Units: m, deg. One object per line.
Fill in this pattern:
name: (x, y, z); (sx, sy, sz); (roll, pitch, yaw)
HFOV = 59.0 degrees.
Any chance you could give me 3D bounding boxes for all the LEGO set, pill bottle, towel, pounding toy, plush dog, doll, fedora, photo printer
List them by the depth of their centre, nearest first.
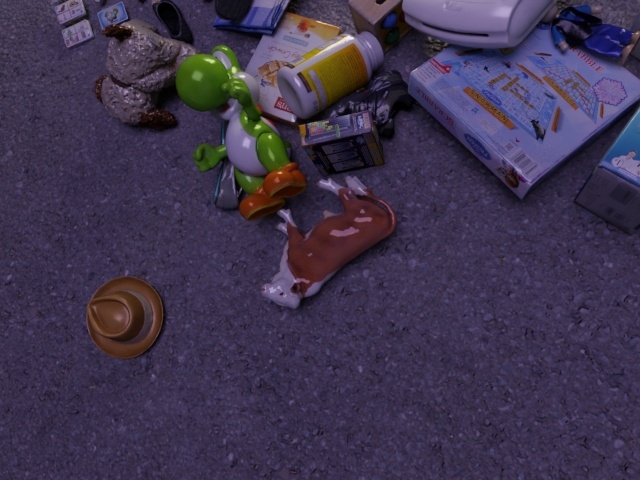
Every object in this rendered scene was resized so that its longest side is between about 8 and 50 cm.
doll: (0.501, -0.402, 1.071); (0.189, 0.046, 0.129); (32, 73, 20)
photo printer: (0.328, -0.494, 1.087); (0.256, 0.107, 0.307); (29, 70, 36)
pounding toy: (0.155, -0.511, 1.164); (0.181, 0.206, 0.094); (-42, 72, 2)
pill bottle: (0.024, -0.351, 1.181); (0.215, 0.117, 0.117); (-33, 71, -14)
fedora: (-0.442, 0.164, 1.232); (0.194, 0.079, 0.194); (-3, 77, 14)
plush dog: (-0.426, -0.374, 1.307); (0.262, 0.210, 0.225); (32, 115, 20)
towel: (-0.127, -0.617, 1.324); (0.209, 0.034, 0.285); (20, 83, 35)
LEGO set: (-0.570, -0.624, 1.472); (0.244, 0.060, 0.182); (-21, 86, 10)

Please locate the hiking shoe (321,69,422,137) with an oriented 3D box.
hiking shoe: (0.099, -0.254, 1.184); (0.227, 0.086, 0.114); (-37, 71, 5)

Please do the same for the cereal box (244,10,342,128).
cereal box: (-0.074, -0.389, 1.278); (0.173, 0.047, 0.240); (23, 84, 18)

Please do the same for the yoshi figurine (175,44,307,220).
yoshi figurine: (-0.182, -0.230, 1.139); (0.203, 0.203, 0.362); (-25, 81, -2)

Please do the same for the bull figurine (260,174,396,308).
bull figurine: (0.000, 0.000, 1.144); (0.310, 0.101, 0.188); (-33, 70, 6)

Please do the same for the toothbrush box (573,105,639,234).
toothbrush box: (0.592, -0.181, 0.975); (0.126, 0.216, 0.295); (35, 87, 18)

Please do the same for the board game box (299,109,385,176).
board game box: (0.048, -0.191, 1.139); (0.141, 0.170, 0.048); (-11, 74, 11)

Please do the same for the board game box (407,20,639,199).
board game box: (0.392, -0.289, 1.091); (0.318, 0.066, 0.318); (-36, 71, -11)

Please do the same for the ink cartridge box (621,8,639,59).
ink cartridge box: (0.677, -0.365, 1.027); (0.208, 0.153, 0.087); (43, 90, 20)

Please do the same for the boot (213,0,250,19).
boot: (-0.235, -0.603, 1.337); (0.161, 0.083, 0.246); (-10, 66, 45)

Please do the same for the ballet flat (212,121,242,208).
ballet flat: (-0.196, -0.172, 1.261); (0.068, 0.072, 0.213); (6, 79, -12)

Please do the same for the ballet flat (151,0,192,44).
ballet flat: (-0.366, -0.546, 1.387); (0.057, 0.049, 0.173); (-36, 72, 3)
